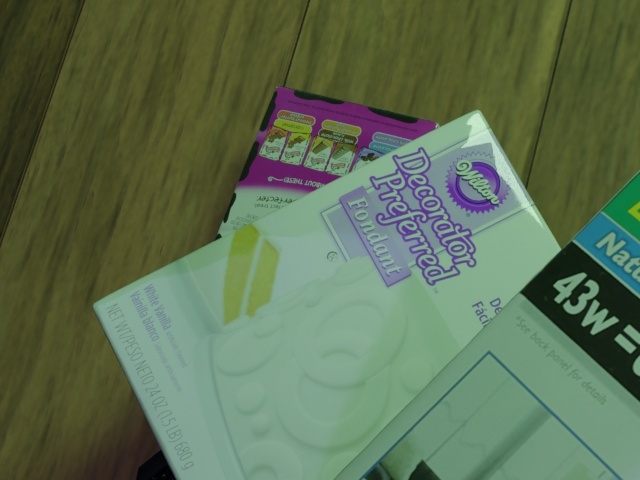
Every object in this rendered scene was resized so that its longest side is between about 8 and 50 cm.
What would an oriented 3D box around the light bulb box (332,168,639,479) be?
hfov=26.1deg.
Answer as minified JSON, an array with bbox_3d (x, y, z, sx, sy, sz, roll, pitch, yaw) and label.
[{"bbox_3d":[0.224,0.167,0.851,0.361,0.358,0.225,-45,58,1],"label":"light bulb box"}]

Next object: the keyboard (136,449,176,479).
[{"bbox_3d":[-0.066,0.181,1.112,0.192,0.038,0.100,-40,83,23],"label":"keyboard"}]

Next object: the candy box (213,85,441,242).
[{"bbox_3d":[0.000,0.000,1.171,0.159,0.071,0.233,16,77,24],"label":"candy box"}]

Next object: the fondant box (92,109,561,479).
[{"bbox_3d":[0.030,0.083,1.042,0.330,0.096,0.238,-27,77,-7],"label":"fondant box"}]
